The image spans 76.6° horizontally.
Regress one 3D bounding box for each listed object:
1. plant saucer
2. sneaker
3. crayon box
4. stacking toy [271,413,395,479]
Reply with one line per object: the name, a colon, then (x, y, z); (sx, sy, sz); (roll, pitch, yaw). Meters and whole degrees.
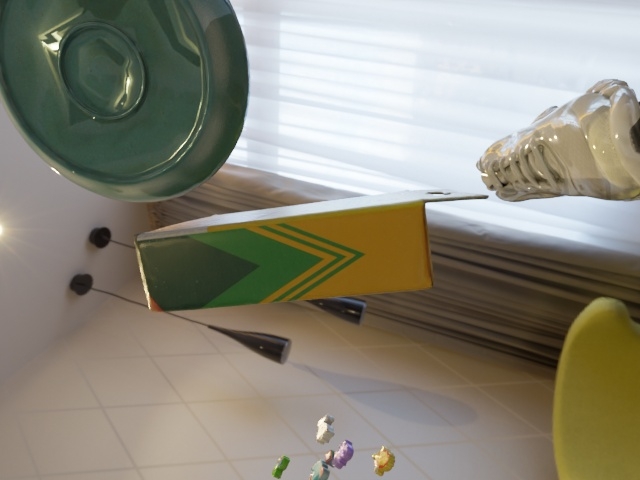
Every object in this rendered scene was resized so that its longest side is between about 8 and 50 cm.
plant saucer: (-0.241, -0.192, 0.466); (0.044, 0.317, 0.317); (-77, -4, -69)
sneaker: (0.231, -0.079, 0.411); (0.110, 0.118, 0.292); (67, -162, -3)
crayon box: (0.000, 0.000, 0.449); (0.202, 0.318, 0.081); (-45, -52, -77)
stacking toy: (0.021, 0.472, 0.846); (0.221, 0.167, 0.052); (-50, 14, 22)
